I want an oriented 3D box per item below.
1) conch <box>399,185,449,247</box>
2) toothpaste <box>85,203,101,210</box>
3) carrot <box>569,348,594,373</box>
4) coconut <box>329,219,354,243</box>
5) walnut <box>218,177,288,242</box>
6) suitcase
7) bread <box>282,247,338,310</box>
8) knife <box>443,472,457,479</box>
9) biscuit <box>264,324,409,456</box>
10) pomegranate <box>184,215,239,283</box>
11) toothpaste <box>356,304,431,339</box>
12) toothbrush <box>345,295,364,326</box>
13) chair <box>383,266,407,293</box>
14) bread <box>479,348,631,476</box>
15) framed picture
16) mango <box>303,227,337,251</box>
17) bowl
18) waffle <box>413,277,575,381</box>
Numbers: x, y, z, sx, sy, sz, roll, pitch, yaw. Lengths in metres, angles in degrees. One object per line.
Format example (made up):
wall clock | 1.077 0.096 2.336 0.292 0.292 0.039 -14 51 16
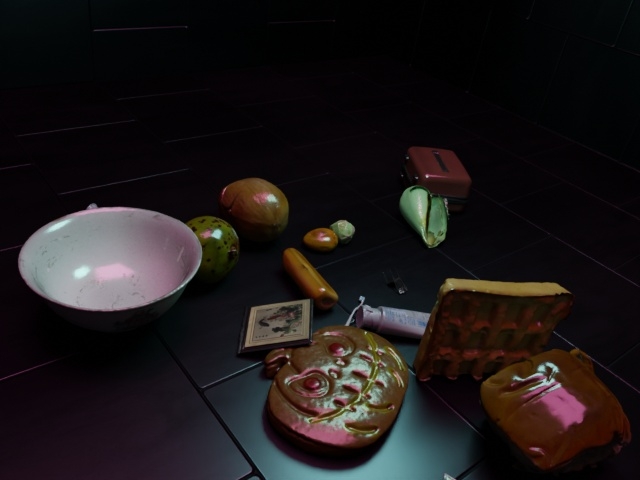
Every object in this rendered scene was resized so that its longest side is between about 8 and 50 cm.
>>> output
conch | 0.383 -0.096 2.079 0.143 0.137 0.251 -8 37 -27
toothpaste | -0.631 -0.043 1.829 0.234 0.057 0.089 27 35 12
carrot | 0.670 0.395 1.476 0.066 0.066 0.314 15 34 9
coconut | 0.074 -0.028 1.958 0.083 0.081 0.082 -12 1 -7
walnut | -0.228 -0.104 1.893 0.203 0.203 0.297 -22 27 -39
suitcase | 0.454 -0.244 2.302 0.236 0.161 0.297 5 32 -9
bread | -0.040 0.113 1.708 0.092 0.074 0.239 30 12 -44
knife | 0.343 0.564 1.173 0.046 0.022 0.256 -27 42 -31
biscuit | 0.030 0.334 1.399 0.350 0.070 0.394 17 34 11
pomegranate | -0.344 0.038 1.684 0.198 0.246 0.198 32 39 -31
toothpaste | 0.249 0.233 1.621 0.298 0.073 0.114 10 32 -13
toothbrush | 0.098 0.207 1.662 0.017 0.014 0.162 30 36 4
chair | 0.230 0.129 1.799 0.037 0.042 0.086 -19 78 -35
bread | 0.510 0.392 1.292 0.278 0.225 0.250 -21 47 -12
framed picture | -0.114 0.219 1.533 0.194 0.010 0.199 -9 30 5
mango | 0.000 0.000 1.908 0.114 0.061 0.080 10 49 -3
bowl | -0.523 0.107 1.489 0.434 0.196 0.435 7 32 -4
waffle | 0.425 0.225 1.457 0.347 0.305 0.078 3 33 -13
